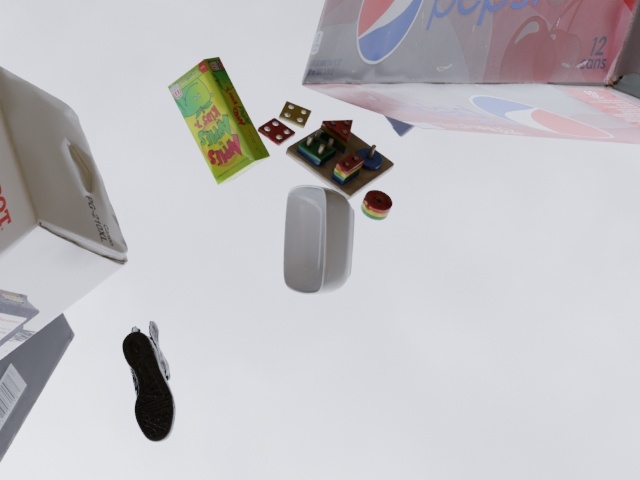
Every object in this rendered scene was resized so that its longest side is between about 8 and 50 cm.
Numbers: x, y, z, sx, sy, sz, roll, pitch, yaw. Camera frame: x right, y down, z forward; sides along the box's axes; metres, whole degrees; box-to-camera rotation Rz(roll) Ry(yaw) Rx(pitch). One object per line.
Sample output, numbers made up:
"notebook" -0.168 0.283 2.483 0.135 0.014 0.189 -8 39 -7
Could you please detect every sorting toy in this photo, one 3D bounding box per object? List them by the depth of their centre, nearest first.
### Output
"sorting toy" 0.030 -0.148 1.705 0.274 0.046 0.132 38 -136 17

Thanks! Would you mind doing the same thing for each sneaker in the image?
"sneaker" -0.211 0.176 1.339 0.051 0.089 0.170 -18 -109 0

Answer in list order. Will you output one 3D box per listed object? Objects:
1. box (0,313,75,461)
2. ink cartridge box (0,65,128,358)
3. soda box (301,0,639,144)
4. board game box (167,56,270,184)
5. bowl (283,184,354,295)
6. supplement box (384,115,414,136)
"box" -0.577 0.184 1.475 0.312 0.179 0.343 15 -121 16
"ink cartridge box" -0.283 0.004 0.807 0.100 0.237 0.172 33 -154 -55
"soda box" 0.086 -0.097 0.459 0.083 0.092 0.263 17 -179 -25
"board game box" -0.164 -0.191 1.703 0.043 0.092 0.181 -24 -94 -55
"bowl" 0.000 0.000 1.374 0.053 0.142 0.142 2 -179 -25
"supplement box" 0.253 -0.407 2.205 0.194 0.195 0.356 51 -128 -1
